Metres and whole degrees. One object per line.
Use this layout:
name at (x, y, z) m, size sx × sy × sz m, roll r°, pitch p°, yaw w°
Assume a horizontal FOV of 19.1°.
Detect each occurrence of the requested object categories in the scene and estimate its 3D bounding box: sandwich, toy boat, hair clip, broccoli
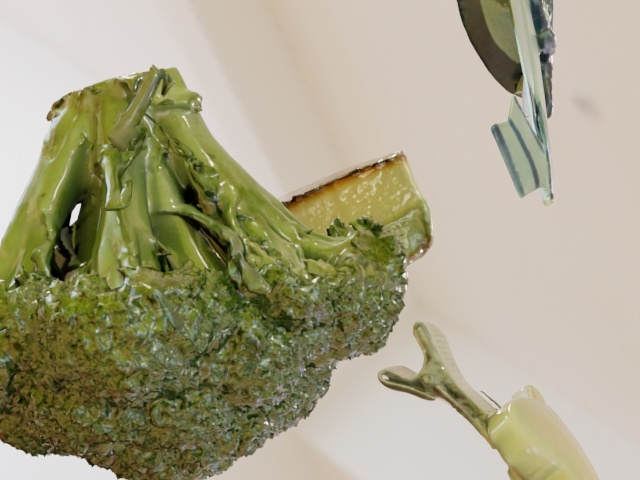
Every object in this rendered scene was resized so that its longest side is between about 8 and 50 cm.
sandwich at (0.000, 0.000, 1.724) m, size 0.108 × 0.220 × 0.186 m, roll 63°, pitch 8°, yaw -4°
toy boat at (0.127, -0.131, 1.260) m, size 0.210 × 0.070 × 0.291 m, roll 57°, pitch 24°, yaw -62°
hair clip at (0.155, 0.154, 1.581) m, size 0.218 × 0.071 × 0.159 m, roll 43°, pitch 16°, yaw 22°
broccoli at (-0.107, 0.026, 1.302) m, size 0.304 × 0.321 × 0.283 m, roll -16°, pitch -96°, yaw 41°
